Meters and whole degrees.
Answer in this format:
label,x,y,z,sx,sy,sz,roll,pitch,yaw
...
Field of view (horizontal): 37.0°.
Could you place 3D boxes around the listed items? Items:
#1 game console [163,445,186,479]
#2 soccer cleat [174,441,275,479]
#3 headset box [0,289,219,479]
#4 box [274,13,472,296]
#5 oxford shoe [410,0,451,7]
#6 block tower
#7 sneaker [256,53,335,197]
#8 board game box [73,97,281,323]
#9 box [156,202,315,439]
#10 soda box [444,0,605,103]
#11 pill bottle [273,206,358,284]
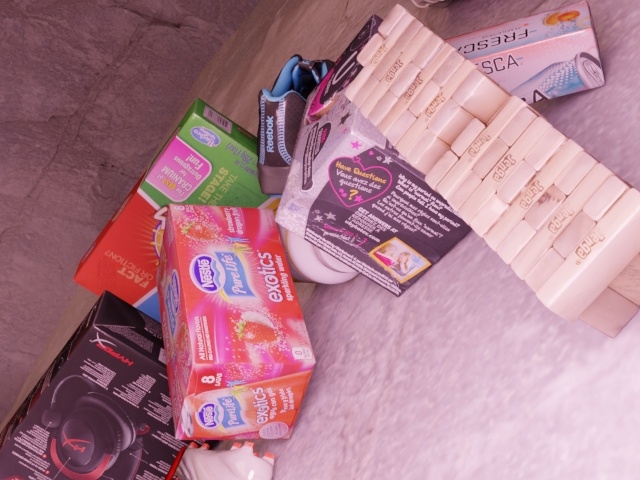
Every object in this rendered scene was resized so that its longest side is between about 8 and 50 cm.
label,x,y,z,sx,sy,sz,roll,pitch,yaw
game console,-0.159,0.318,1.021,0.085,0.124,0.144,-15,-39,-50
soccer cleat,-0.116,0.262,1.036,0.196,0.068,0.076,-24,39,56
headset box,-0.272,0.246,1.229,0.293,0.218,0.110,-52,16,15
box,0.069,-0.097,1.008,0.142,0.163,0.247,-47,19,34
oxford shoe,0.159,-0.378,1.291,0.130,0.169,0.449,-55,11,10
block tower,0.132,-0.062,0.716,0.091,0.097,0.335,-52,37,14
sneaker,0.017,-0.185,1.248,0.125,0.140,0.341,4,31,20
board game box,-0.164,-0.007,1.362,0.316,0.242,0.064,-51,18,21
box,-0.101,0.083,1.046,0.257,0.128,0.123,-108,26,-48
soda box,0.165,-0.160,0.889,0.183,0.063,0.058,-12,36,20
pill bottle,0.000,0.000,1.126,0.103,0.103,0.184,-60,17,-12
